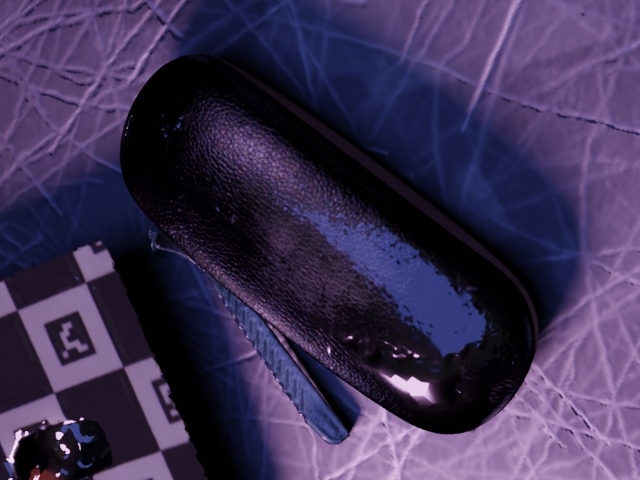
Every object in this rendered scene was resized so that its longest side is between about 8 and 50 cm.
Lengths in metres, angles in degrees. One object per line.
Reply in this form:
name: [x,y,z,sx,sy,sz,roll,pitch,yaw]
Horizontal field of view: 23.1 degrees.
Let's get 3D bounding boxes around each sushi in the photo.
sushi: [-0.213,0.204,1.156,0.359,0.064,0.343,-21,95,27]

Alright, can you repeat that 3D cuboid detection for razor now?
razor: [-0.044,0.061,1.056,0.033,0.066,0.190,-41,84,-8]

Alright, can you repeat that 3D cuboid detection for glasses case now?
glasses case: [0.000,0.000,0.997,0.314,0.075,0.122,37,115,15]
